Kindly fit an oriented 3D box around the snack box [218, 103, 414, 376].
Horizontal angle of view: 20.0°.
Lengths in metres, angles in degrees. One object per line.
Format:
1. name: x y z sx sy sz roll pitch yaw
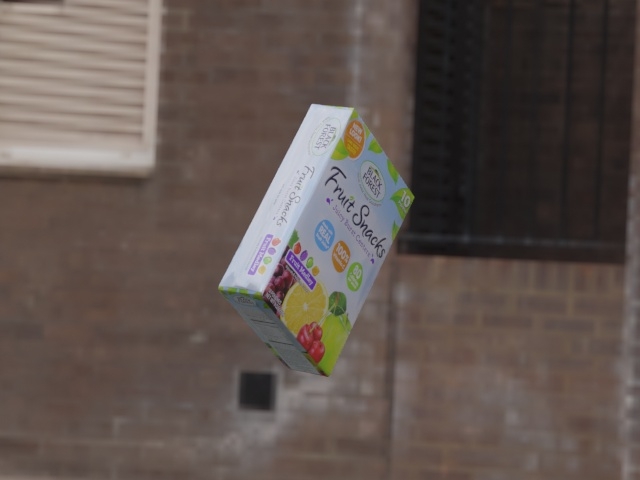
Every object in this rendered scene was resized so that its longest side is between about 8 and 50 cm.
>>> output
1. snack box: 0.000 0.000 1.145 0.037 0.141 0.100 9 -29 34
